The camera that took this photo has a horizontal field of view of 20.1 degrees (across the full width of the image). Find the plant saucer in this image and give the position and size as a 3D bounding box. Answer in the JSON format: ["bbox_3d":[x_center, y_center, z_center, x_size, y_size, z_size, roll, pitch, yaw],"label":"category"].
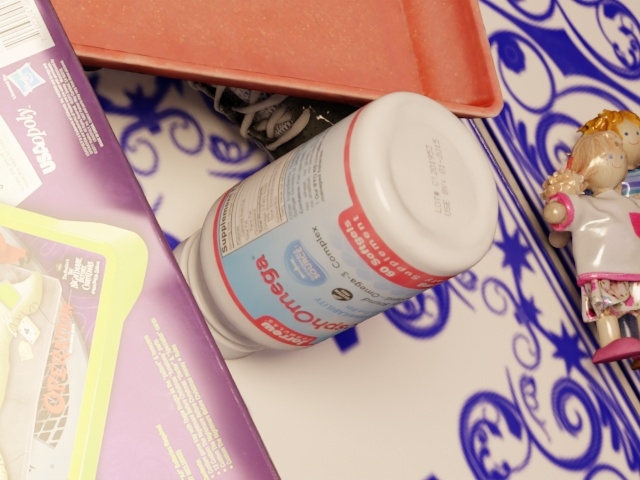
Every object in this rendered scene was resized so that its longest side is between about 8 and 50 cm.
[{"bbox_3d":[-0.052,-0.172,0.881,0.258,0.048,0.259,6,59,-30],"label":"plant saucer"}]

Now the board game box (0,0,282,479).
[{"bbox_3d":[-0.134,0.084,0.687,0.208,0.056,0.347,-24,87,-23],"label":"board game box"}]

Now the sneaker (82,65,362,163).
[{"bbox_3d":[-0.060,-0.084,0.905,0.132,0.086,0.229,-25,77,-44],"label":"sneaker"}]

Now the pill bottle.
[{"bbox_3d":[0.000,0.000,0.848,0.087,0.160,0.087,23,54,-35],"label":"pill bottle"}]

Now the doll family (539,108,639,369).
[{"bbox_3d":[0.228,-0.005,1.136,0.263,0.118,0.163,-3,76,-26],"label":"doll family"}]
